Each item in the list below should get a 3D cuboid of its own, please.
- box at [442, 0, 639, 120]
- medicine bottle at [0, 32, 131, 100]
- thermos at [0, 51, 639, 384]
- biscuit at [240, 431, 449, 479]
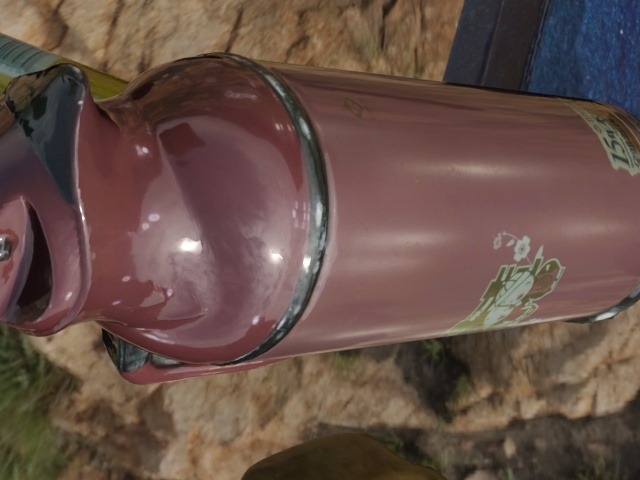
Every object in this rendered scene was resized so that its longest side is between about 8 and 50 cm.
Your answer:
[{"bbox_3d":[0.236,-0.110,1.025,0.279,0.116,0.261,23,80,-39],"label":"box"},{"bbox_3d":[-0.095,-0.047,0.568,0.218,0.074,0.074,22,112,11],"label":"medicine bottle"},{"bbox_3d":[0.001,-0.009,0.456,0.136,0.330,0.109,-16,80,44],"label":"thermos"},{"bbox_3d":[0.051,0.217,0.473,0.183,0.320,0.047,2,138,-8],"label":"biscuit"}]
